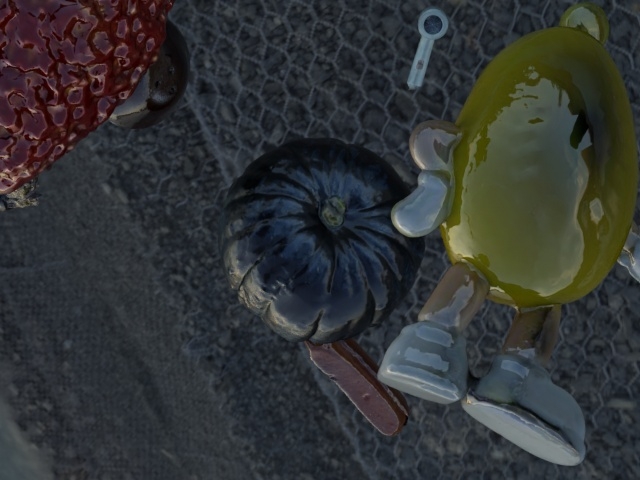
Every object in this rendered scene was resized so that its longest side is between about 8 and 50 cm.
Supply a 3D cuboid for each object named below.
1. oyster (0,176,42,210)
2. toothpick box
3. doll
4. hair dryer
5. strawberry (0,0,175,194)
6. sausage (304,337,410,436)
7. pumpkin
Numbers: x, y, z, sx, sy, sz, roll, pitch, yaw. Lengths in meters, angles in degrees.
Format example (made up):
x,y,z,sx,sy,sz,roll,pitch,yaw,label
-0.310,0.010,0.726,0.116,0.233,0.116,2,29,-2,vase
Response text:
x,y,z,sx,sy,sz,roll,pitch,yaw,label
-0.398,-0.087,1.019,0.086,0.029,0.132,4,135,3,oyster
-0.353,-0.305,1.339,0.294,0.192,0.192,27,122,33,toothpick box
0.220,0.003,0.792,0.348,0.423,0.161,53,160,-9,doll
0.166,-0.304,1.281,0.047,0.082,0.137,17,112,1,hair dryer
-0.326,-0.222,0.860,0.292,0.292,0.343,40,113,-2,strawberry
0.076,0.281,1.662,0.102,0.102,0.330,-29,116,27,sausage
0.000,0.000,1.386,0.363,0.363,0.266,37,155,0,pumpkin
